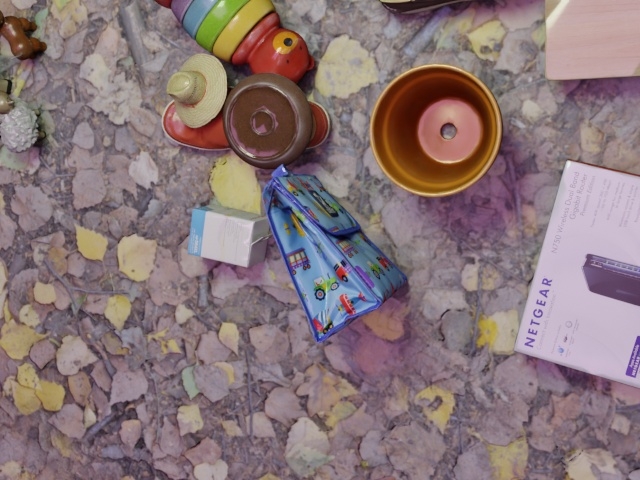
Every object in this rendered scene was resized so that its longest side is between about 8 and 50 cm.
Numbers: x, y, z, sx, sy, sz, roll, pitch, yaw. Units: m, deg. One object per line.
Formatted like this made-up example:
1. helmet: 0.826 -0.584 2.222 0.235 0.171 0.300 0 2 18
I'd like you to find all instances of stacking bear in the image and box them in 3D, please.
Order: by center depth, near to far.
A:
1. stacking bear: -0.140 -0.385 1.394 0.289 0.175 0.164 43 152 -3

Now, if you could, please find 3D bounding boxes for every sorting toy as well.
1. sorting toy: 0.485 -0.384 1.228 0.257 0.089 0.256 0 98 17

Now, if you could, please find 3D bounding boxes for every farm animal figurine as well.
1. farm animal figurine: -0.733 -0.335 1.577 0.330 0.172 0.327 0 98 18

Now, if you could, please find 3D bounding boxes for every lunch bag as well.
1. lunch bag: 0.000 0.000 1.366 0.138 0.221 0.293 -34 87 18

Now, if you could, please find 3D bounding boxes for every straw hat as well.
1. straw hat: -0.238 -0.274 1.405 0.144 0.061 0.145 0 90 39

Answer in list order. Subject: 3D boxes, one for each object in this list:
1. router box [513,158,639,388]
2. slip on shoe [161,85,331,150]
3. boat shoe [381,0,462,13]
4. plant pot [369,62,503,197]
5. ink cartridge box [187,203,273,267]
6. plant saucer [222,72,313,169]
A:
1. router box: 0.508 0.063 1.287 0.301 0.082 0.336 15 102 15
2. slip on shoe: -0.149 -0.220 1.447 0.331 0.101 0.123 7 101 18
3. boat shoe: 0.222 -0.442 1.252 0.324 0.096 0.117 -6 91 37
4. plant pot: 0.202 -0.179 1.294 0.205 0.188 0.205 2 98 18
5. ink cartridge box: -0.163 -0.008 1.484 0.143 0.092 0.090 13 102 16
6. plant saucer: -0.097 -0.205 1.364 0.168 0.029 0.169 3 103 15
